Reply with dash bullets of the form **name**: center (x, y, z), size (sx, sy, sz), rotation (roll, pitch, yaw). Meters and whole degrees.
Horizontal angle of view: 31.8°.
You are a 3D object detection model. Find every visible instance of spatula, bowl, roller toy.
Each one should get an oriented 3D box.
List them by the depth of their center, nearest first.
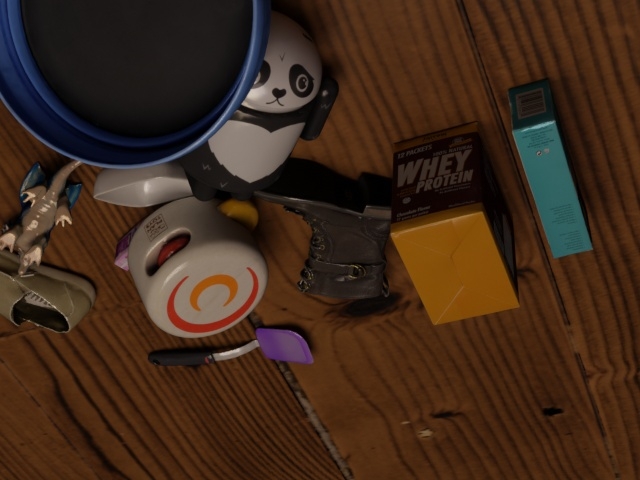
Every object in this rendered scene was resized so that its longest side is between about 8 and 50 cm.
- **bowl**: center (-0.240, -0.284, 1.354), size (0.391, 0.077, 0.391), rotation (5, 104, 19)
- **bowl**: center (-0.245, -0.092, 1.633), size (0.142, 0.053, 0.142), rotation (-12, 168, 25)
- **roller toy**: center (-0.187, 0.034, 1.692), size (0.191, 0.146, 0.209), rotation (-7, 133, -25)
- **spatula**: center (-0.161, 0.193, 1.937), size (0.296, 0.030, 0.084), rotation (-8, 130, 13)

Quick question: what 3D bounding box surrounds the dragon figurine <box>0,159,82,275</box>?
- **dragon figurine**: center (-0.414, -0.057, 1.691), size (0.085, 0.144, 0.289), rotation (28, 110, -17)

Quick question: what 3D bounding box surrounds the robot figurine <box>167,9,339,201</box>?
- **robot figurine**: center (-0.103, -0.174, 1.493), size (0.173, 0.209, 0.278), rotation (35, 132, 9)

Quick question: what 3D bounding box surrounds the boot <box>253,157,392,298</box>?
- **boot**: center (0.000, 0.000, 1.705), size (0.263, 0.091, 0.229), rotation (11, 133, -7)

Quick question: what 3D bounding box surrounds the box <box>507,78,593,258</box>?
- **box**: center (0.324, -0.097, 1.579), size (0.060, 0.100, 0.244), rotation (-14, 130, 16)

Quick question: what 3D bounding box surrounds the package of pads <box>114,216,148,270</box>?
- **package of pads**: center (-0.288, 0.005, 1.761), size (0.032, 0.050, 0.083), rotation (32, 128, -30)

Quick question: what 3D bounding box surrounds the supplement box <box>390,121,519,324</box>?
- **supplement box**: center (0.191, -0.024, 1.594), size (0.129, 0.194, 0.191), rotation (-14, 130, 17)

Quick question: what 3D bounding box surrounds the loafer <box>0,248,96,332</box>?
- **loafer**: center (-0.503, 0.080, 1.822), size (0.268, 0.092, 0.102), rotation (13, 132, -7)
